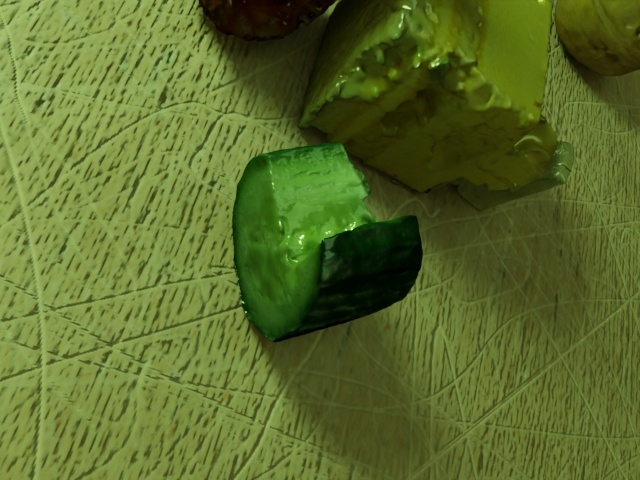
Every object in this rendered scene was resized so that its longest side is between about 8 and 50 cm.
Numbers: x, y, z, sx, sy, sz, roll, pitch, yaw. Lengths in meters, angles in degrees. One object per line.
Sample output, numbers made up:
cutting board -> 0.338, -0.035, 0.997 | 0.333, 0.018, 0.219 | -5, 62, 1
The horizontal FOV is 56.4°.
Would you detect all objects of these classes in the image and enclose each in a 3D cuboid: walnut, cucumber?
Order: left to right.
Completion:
cucumber -> -0.005, 0.004, 0.610 | 0.130, 0.191, 0.191 | -9, 78, -36
walnut -> 0.535, -0.405, 1.078 | 0.222, 0.195, 0.195 | 35, 58, -23

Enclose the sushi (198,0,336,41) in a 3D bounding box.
sushi -> 0.003, -0.349, 0.633 | 0.197, 0.343, 0.181 | 10, 66, -40

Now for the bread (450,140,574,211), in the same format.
bread -> 0.251, -0.109, 0.821 | 0.105, 0.152, 0.077 | 36, 56, -22

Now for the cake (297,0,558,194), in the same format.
cake -> 0.157, -0.200, 0.750 | 0.286, 0.222, 0.227 | 25, 63, -23
